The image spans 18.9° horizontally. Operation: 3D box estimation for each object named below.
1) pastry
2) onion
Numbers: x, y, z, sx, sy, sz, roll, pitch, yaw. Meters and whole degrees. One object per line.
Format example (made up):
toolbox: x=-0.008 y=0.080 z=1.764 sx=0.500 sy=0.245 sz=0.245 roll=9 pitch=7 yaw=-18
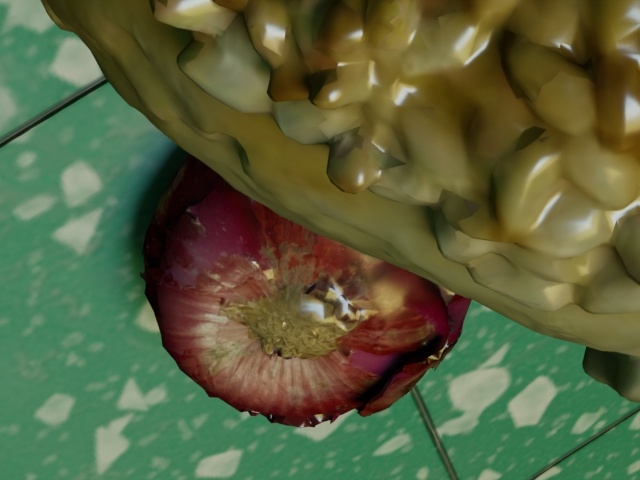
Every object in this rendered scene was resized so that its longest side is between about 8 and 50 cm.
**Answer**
pastry: x=0.094 y=-0.152 z=0.522 sx=0.409 sy=0.409 sz=0.245 roll=-36 pitch=157 yaw=0
onion: x=0.000 y=0.000 z=0.869 sx=0.150 sy=0.140 sz=0.150 roll=7 pitch=123 yaw=11
